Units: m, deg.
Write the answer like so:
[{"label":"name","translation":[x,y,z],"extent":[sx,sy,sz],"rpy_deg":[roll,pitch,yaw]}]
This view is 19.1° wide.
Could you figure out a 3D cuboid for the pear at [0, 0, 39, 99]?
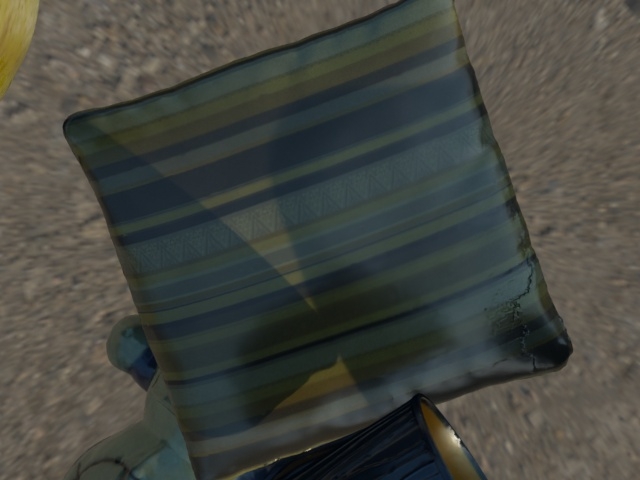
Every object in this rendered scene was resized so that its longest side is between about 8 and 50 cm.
[{"label":"pear","translation":[-0.243,-0.109,0.789],"extent":[0.267,0.178,0.267],"rpy_deg":[-2,101,-11]}]

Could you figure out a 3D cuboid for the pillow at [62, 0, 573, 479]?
[{"label":"pillow","translation":[0.000,0.000,0.965],"extent":[0.208,0.052,0.212],"rpy_deg":[-19,104,6]}]

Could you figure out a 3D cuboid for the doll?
[{"label":"doll","translation":[-0.078,0.149,1.180],"extent":[0.228,0.154,0.258],"rpy_deg":[35,93,42]}]

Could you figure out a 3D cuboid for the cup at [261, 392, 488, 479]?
[{"label":"cup","translation":[0.018,0.152,0.872],"extent":[0.138,0.150,0.113],"rpy_deg":[-32,88,7]}]
